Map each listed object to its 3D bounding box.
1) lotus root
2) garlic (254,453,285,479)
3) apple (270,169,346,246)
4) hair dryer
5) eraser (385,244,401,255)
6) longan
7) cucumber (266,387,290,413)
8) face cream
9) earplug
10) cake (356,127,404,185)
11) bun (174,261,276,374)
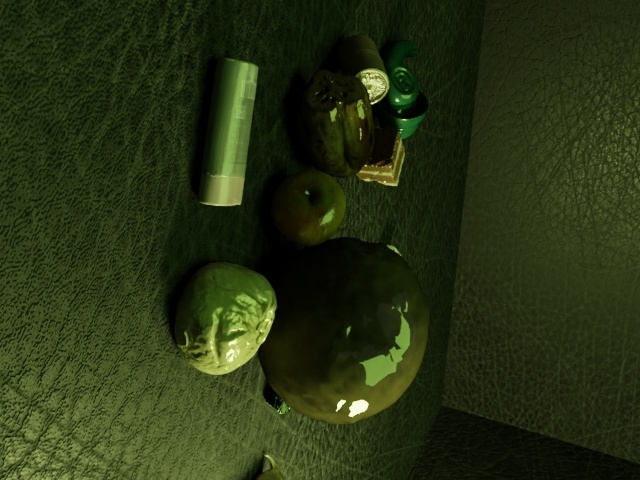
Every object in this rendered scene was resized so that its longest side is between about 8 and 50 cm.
[{"bbox_3d":[0.037,-0.258,1.550,0.291,0.193,0.193,75,34,-58],"label":"lotus root"},{"bbox_3d":[-0.157,0.686,1.651,0.164,0.145,0.245,62,32,-11],"label":"garlic"},{"bbox_3d":[-0.027,-0.072,1.494,0.155,0.182,0.182,107,6,-65],"label":"apple"},{"bbox_3d":[0.077,-0.345,1.701,0.189,0.106,0.344,-102,-158,-45],"label":"hair dryer"},{"bbox_3d":[0.221,0.131,2.312,0.124,0.068,0.210,50,56,-63],"label":"eraser"},{"bbox_3d":[0.050,0.211,1.534,0.404,0.403,0.436,57,48,-59],"label":"longan"},{"bbox_3d":[-0.065,0.313,1.724,0.072,0.072,0.300,61,45,-57],"label":"cucumber"},{"bbox_3d":[-0.172,-0.199,1.214,0.107,0.073,0.269,-9,109,-61],"label":"face cream"},{"bbox_3d":[0.240,-0.453,2.009,0.257,0.163,0.280,-107,-163,-45],"label":"earplug"},{"bbox_3d":[0.174,-0.248,1.922,0.147,0.135,0.135,38,63,-65],"label":"cake"},{"bbox_3d":[-0.176,0.147,1.285,0.244,0.153,0.244,7,90,-66],"label":"bun"}]
